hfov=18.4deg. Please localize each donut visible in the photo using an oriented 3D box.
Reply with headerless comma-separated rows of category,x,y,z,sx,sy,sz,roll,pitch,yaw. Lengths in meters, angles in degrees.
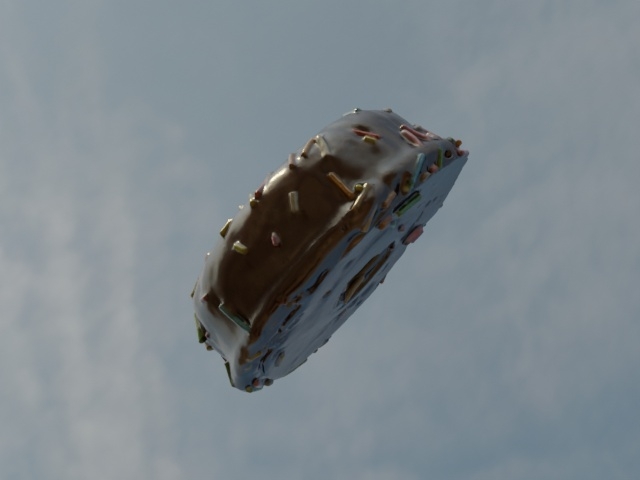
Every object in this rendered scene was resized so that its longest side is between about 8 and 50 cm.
donut,0.000,0.000,1.399,0.089,0.235,0.235,41,-66,11
